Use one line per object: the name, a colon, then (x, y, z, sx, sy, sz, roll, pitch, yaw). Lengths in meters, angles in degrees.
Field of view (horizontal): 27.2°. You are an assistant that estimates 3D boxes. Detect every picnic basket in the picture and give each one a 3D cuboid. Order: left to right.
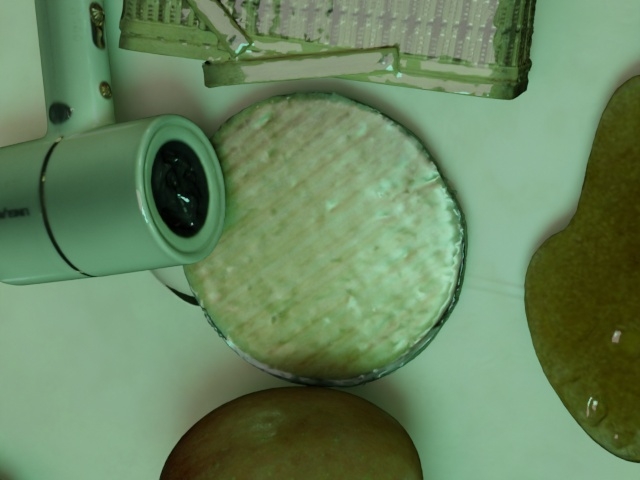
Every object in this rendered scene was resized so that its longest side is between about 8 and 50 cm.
picnic basket: (0.012, -0.200, 1.023, 0.312, 0.228, 0.175, 8, 100, 9)

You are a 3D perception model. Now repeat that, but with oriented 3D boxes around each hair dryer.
hair dryer: (-0.207, -0.149, 1.133, 0.203, 0.128, 0.362, -7, 88, 29)

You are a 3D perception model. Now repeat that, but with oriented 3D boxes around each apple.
apple: (-0.014, 0.247, 1.118, 0.253, 0.253, 0.254, 2, 102, 11)

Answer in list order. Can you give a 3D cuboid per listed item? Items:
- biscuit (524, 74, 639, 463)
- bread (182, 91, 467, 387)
biscuit: (0.303, 0.003, 1.041, 0.343, 0.057, 0.287, -39, 63, 31)
bread: (0.000, 0.000, 1.161, 0.266, 0.040, 0.267, 3, 103, 12)
